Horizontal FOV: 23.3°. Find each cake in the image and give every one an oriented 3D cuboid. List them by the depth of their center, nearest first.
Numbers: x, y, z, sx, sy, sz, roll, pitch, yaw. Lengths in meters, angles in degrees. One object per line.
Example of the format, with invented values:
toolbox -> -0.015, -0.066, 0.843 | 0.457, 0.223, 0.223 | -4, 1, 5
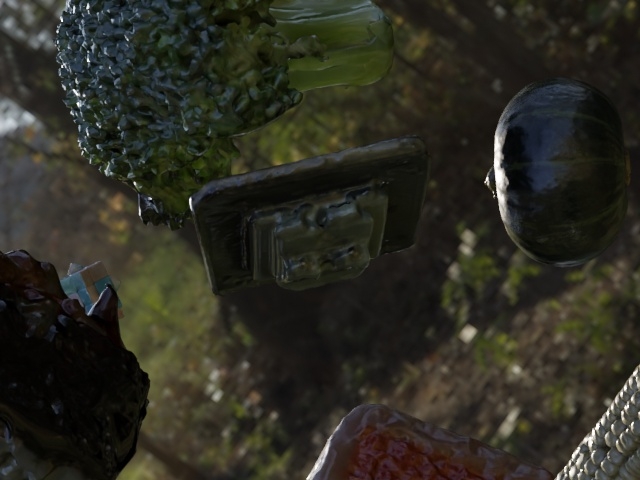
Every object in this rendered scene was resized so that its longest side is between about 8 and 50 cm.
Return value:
cake -> 0.105, 0.356, 1.732 | 0.230, 0.309, 0.237 | 115, 179, -57

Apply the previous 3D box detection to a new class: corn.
corn -> 0.252, 0.149, 1.171 | 0.087, 0.087, 0.211 | -57, -4, -43

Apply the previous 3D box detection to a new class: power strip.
power strip -> 0.000, 0.000, 1.301 | 0.198, 0.064, 0.213 | -14, -22, -5

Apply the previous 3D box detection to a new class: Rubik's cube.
Rubik's cube -> -0.272, 0.062, 1.818 | 0.084, 0.075, 0.073 | -1, 17, 34

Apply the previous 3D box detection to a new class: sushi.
sushi -> -0.295, 0.089, 1.081 | 0.196, 0.343, 0.182 | -48, 24, 32

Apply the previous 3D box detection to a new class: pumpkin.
pumpkin -> 0.210, -0.060, 1.363 | 0.167, 0.125, 0.167 | -179, 90, -88

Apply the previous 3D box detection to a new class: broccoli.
broccoli -> -0.113, -0.173, 1.401 | 0.318, 0.277, 0.338 | -5, -21, -44
